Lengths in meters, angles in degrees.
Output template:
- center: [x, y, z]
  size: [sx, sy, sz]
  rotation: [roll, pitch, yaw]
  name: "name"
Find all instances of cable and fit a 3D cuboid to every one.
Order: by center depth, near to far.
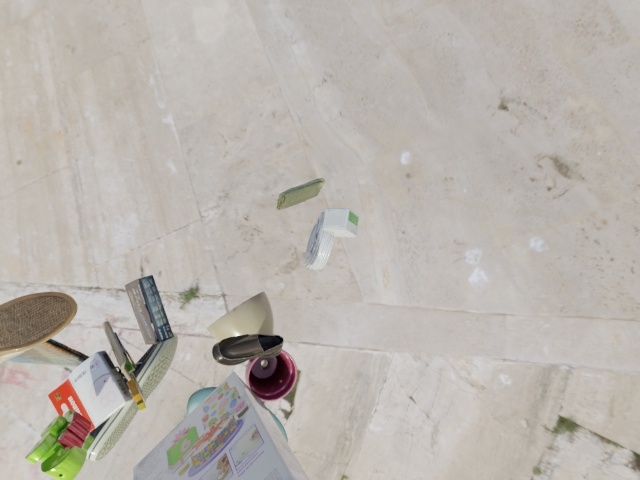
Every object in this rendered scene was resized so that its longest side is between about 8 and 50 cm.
- center: [0.000, 0.000, 1.755]
  size: [0.089, 0.257, 0.257]
  rotation: [18, 63, -5]
  name: "cable"

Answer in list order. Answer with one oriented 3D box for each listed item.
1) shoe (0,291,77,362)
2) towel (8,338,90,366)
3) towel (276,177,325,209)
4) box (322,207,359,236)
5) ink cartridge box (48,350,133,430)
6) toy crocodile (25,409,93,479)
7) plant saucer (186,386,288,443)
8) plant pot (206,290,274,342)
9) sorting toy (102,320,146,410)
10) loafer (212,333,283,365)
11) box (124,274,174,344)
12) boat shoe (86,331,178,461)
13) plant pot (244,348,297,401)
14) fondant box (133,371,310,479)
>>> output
- center: [-0.467, 0.138, 0.595]
  size: [0.219, 0.058, 0.077]
  rotation: [-27, 95, -19]
  name: "shoe"
- center: [-0.964, 0.358, 1.351]
  size: [0.370, 0.271, 0.040]
  rotation: [-2, 56, 15]
  name: "towel"
- center: [-0.061, -0.136, 1.195]
  size: [0.148, 0.110, 0.027]
  rotation: [-23, 80, -20]
  name: "towel"
- center: [0.077, -0.066, 1.536]
  size: [0.102, 0.101, 0.087]
  rotation: [3, 77, 30]
  name: "box"
- center: [-0.731, 0.491, 1.277]
  size: [0.232, 0.066, 0.189]
  rotation: [-37, 78, -6]
  name: "ink cartridge box"
- center: [-0.639, 0.508, 1.039]
  size: [0.115, 0.340, 0.105]
  rotation: [47, 72, -13]
  name: "toy crocodile"
- center: [-0.248, 0.546, 1.164]
  size: [0.317, 0.044, 0.318]
  rotation: [8, 121, 13]
  name: "plant saucer"
- center: [-0.307, 0.372, 1.732]
  size: [0.284, 0.284, 0.191]
  rotation: [-34, 85, 4]
  name: "plant pot"
- center: [-0.599, 0.416, 1.293]
  size: [0.041, 0.229, 0.307]
  rotation: [-25, 43, -29]
  name: "sorting toy"
- center: [-0.202, 0.298, 1.177]
  size: [0.078, 0.220, 0.080]
  rotation: [-53, 50, 40]
  name: "loafer"
- center: [-0.571, 0.234, 1.359]
  size: [0.175, 0.051, 0.220]
  rotation: [-18, 91, 50]
  name: "box"
- center: [-0.724, 0.549, 1.534]
  size: [0.156, 0.187, 0.500]
  rotation: [27, 64, 10]
  name: "boat shoe"
- center: [-0.212, 0.518, 1.644]
  size: [0.201, 0.180, 0.201]
  rotation: [1, 88, -20]
  name: "plant pot"
- center: [-0.158, 0.378, 0.622]
  size: [0.238, 0.330, 0.096]
  rotation: [-43, 113, -14]
  name: "fondant box"
